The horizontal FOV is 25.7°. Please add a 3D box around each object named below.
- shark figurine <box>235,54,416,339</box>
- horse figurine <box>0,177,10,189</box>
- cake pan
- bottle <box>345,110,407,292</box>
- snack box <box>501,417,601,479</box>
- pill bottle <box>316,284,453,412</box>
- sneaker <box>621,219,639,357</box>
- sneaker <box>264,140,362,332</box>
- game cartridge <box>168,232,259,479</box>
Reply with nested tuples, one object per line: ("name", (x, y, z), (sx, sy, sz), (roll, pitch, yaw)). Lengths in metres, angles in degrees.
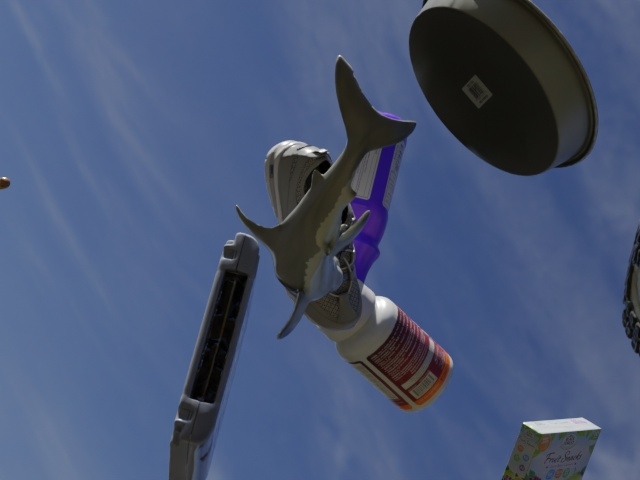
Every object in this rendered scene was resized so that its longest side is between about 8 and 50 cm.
("shark figurine", (-0.021, -0.026, 1.326), (0.116, 0.166, 0.278), (32, -41, 12))
("horse figurine", (-0.452, -0.050, 1.438), (0.174, 0.263, 0.066), (-19, -116, 31))
("cake pan", (0.218, -0.198, 1.756), (0.293, 0.054, 0.293), (41, -23, 22))
("bottle", (0.061, -0.053, 2.128), (0.092, 0.283, 0.118), (13, -17, 3))
("snack box", (0.307, 0.290, 1.867), (0.037, 0.141, 0.100), (29, -72, 41))
("pill bottle", (0.100, 0.166, 2.234), (0.221, 0.121, 0.121), (44, -21, -24))
("sneaker", (0.405, 0.091, 1.246), (0.410, 0.182, 0.158), (-101, -171, -62))
("sneaker", (0.000, 0.000, 1.942), (0.115, 0.105, 0.281), (3, -65, 57))
("game cartridge", (-0.136, 0.160, 1.804), (0.060, 0.294, 0.196), (16, -28, -3))
